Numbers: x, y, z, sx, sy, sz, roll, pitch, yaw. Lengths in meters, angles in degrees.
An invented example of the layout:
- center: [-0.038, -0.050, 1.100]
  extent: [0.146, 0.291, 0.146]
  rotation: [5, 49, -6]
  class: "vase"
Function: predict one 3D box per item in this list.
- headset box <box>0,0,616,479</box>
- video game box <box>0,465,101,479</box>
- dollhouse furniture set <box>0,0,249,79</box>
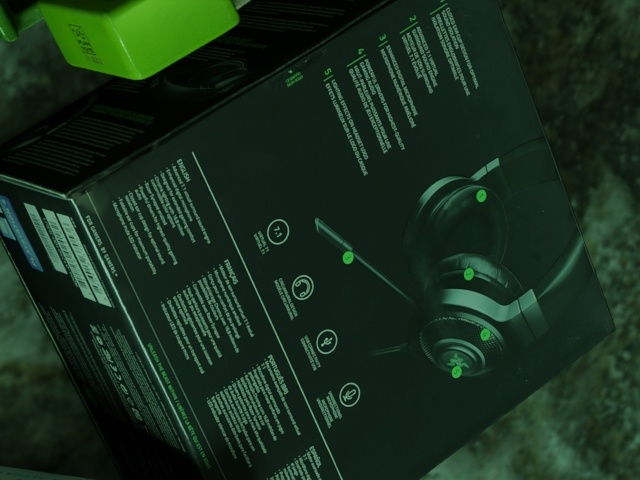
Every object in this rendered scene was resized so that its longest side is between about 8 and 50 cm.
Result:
- center: [0.000, 0.000, 1.016]
  extent: [0.283, 0.131, 0.246]
  rotation: [-35, 116, -23]
  class: "headset box"
- center: [-0.128, 0.219, 0.952]
  extent: [0.048, 0.187, 0.205]
  rotation: [-23, 116, -65]
  class: "video game box"
- center: [-0.125, -0.244, 0.847]
  extent: [0.151, 0.197, 0.301]
  rotation: [-36, 117, -21]
  class: "dollhouse furniture set"
